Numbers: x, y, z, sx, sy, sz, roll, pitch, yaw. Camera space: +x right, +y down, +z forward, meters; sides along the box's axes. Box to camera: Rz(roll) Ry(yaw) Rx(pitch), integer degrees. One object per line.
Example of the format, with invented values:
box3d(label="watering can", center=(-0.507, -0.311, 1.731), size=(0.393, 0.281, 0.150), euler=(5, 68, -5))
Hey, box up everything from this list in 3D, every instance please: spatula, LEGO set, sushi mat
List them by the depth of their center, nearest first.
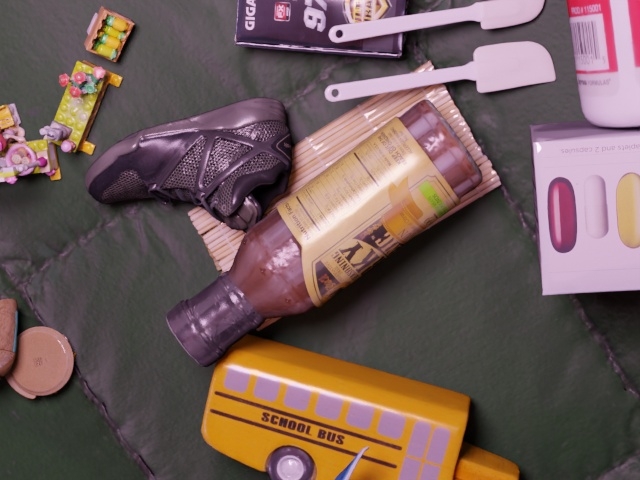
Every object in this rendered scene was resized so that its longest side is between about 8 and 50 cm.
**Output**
box3d(label="spatula", center=(0.114, -0.226, 1.354), size=(0.242, 0.019, 0.168), euler=(-9, 104, -9))
box3d(label="LEGO set", center=(-0.307, -0.127, 1.426), size=(0.287, 0.107, 0.132), euler=(-30, 94, 12))
box3d(label="sushi mat", center=(0.021, -0.043, 1.434), size=(0.317, 0.019, 0.151), euler=(-32, 94, 12))

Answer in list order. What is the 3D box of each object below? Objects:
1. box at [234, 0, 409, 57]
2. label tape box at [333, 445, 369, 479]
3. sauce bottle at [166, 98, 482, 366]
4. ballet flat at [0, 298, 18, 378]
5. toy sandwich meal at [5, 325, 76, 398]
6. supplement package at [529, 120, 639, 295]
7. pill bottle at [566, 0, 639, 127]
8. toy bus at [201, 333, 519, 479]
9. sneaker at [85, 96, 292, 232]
box3d(label="box", center=(0.008, -0.302, 1.376), size=(0.175, 0.051, 0.220), euler=(6, 101, 7))
box3d(label="label tape box", center=(-0.016, 0.404, 1.331), size=(0.115, 0.249, 0.347), euler=(29, 130, 2))
box3d(label="sauce bottle", center=(0.000, 0.000, 1.360), size=(0.344, 0.111, 0.111), euler=(-37, 92, 6))
box3d(label="ballet flat", center=(-0.486, 0.051, 1.490), size=(0.342, 0.116, 0.124), euler=(19, 82, 7))
box3d(label="toy sandwich meal", center=(-0.312, 0.137, 1.513), size=(0.086, 0.029, 0.085), euler=(0, 88, 9))
box3d(label="supplement package", center=(0.336, -0.042, 1.290), size=(0.262, 0.204, 0.145), euler=(-4, 99, 9))
box3d(label="pill bottle", center=(0.328, -0.319, 1.233), size=(0.229, 0.229, 0.407), euler=(-7, 99, 10))
box3d(label="toy bus", center=(0.048, 0.207, 1.427), size=(0.333, 0.108, 0.130), euler=(15, 100, 7))
box3d(label="sneaker", center=(-0.134, -0.057, 1.406), size=(0.228, 0.087, 0.130), euler=(-15, 70, 7))
